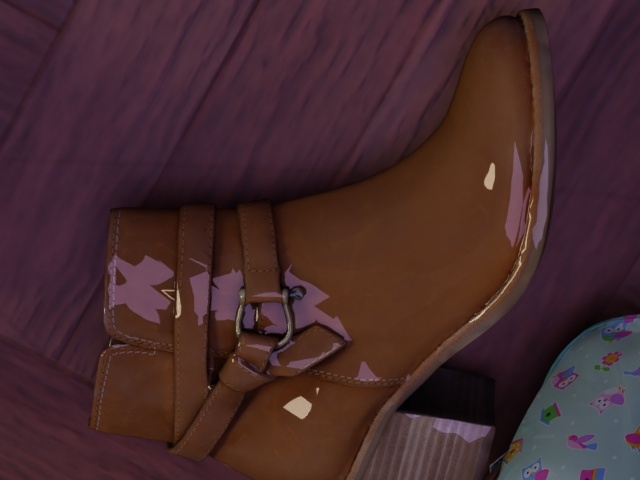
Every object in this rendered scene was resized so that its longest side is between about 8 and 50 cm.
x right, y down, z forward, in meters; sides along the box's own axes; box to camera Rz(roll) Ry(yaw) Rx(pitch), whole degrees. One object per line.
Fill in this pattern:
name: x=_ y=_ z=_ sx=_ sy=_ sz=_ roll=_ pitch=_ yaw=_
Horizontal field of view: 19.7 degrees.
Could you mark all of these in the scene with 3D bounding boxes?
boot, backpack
boot: x=0.000 y=0.000 z=0.969 sx=0.220 sy=0.109 sz=0.283 roll=12 pitch=111 yaw=-1
backpack: x=0.163 y=0.129 z=0.953 sx=0.152 sy=0.182 sz=0.115 roll=5 pitch=139 yaw=37
